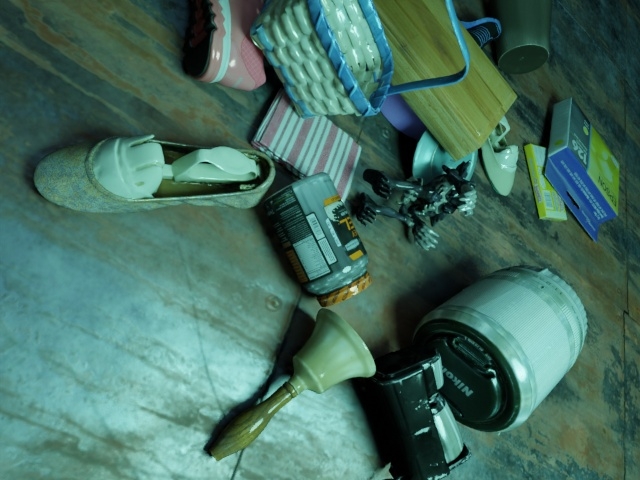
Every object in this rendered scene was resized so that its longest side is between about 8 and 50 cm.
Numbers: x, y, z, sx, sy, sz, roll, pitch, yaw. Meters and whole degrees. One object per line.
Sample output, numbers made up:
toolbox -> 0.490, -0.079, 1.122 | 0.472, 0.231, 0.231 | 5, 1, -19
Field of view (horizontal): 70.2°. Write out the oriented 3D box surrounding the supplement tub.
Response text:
supplement tub -> 0.000, 0.000, 0.715 | 0.116, 0.117, 0.191 | -28, 93, -36

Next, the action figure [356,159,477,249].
action figure -> 0.206, -0.066, 0.852 | 0.275, 0.164, 0.141 | -2, 46, -28

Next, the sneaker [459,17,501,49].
sneaker -> 0.379, -0.499, 1.148 | 0.232, 0.081, 0.091 | -18, 89, -29

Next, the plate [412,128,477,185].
plate -> 0.268, -0.164, 0.945 | 0.188, 0.024, 0.188 | -13, 114, -30

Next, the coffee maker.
coffee maker -> 0.134, 0.276, 0.709 | 0.171, 0.120, 0.179 | -23, 97, -39

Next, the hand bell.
hand bell -> -0.049, 0.219, 0.643 | 0.242, 0.126, 0.126 | -36, 98, -23

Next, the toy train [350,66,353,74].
toy train -> 0.035, -0.327, 0.879 | 0.125, 0.046, 0.167 | -8, 81, -36

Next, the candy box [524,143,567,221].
candy box -> 0.606, -0.155, 1.225 | 0.105, 0.027, 0.206 | 4, 74, -37

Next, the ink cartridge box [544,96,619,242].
ink cartridge box -> 0.758, -0.205, 1.304 | 0.303, 0.072, 0.308 | 41, 52, -23

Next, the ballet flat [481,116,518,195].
ballet flat -> 0.425, -0.232, 1.093 | 0.086, 0.086, 0.249 | -19, 87, -36

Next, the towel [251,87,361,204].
towel -> -0.016, -0.167, 0.811 | 0.197, 0.029, 0.144 | 34, 57, -22

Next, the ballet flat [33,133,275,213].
ballet flat -> -0.202, -0.098, 0.614 | 0.315, 0.106, 0.108 | -6, 79, -35

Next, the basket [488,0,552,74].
basket -> 0.550, -0.591, 1.247 | 0.204, 0.154, 0.227 | 14, 72, -30

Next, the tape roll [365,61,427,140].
tape roll -> 0.226, -0.361, 0.993 | 0.274, 0.090, 0.275 | 10, 70, -31

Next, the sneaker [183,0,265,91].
sneaker -> -0.143, -0.391, 0.758 | 0.136, 0.115, 0.315 | 11, 77, -42

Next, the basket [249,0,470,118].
basket -> 0.059, -0.325, 0.695 | 0.255, 0.288, 0.201 | 56, 44, -42

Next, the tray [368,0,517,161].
tray -> 0.198, -0.374, 0.873 | 0.411, 0.076, 0.203 | 47, 57, -8

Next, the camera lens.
camera lens -> 0.316, 0.182, 0.810 | 0.274, 0.219, 0.220 | -23, 89, -37
